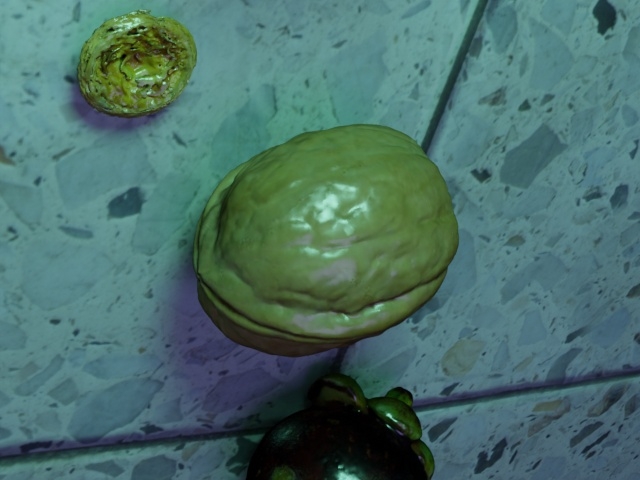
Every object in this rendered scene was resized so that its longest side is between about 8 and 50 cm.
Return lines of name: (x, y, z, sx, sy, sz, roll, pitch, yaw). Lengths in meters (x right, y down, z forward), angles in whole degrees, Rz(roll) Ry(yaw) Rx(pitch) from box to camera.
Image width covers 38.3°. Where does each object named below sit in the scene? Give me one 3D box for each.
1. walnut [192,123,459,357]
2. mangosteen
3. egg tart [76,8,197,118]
walnut: (0.001, 0.002, 1.070, 0.313, 0.277, 0.252, -20, 94, -27)
mangosteen: (0.035, 0.371, 1.373, 0.311, 0.311, 0.311, -18, 131, -22)
egg tart: (-0.193, -0.185, 0.949, 0.128, 0.049, 0.129, -20, 138, -20)
